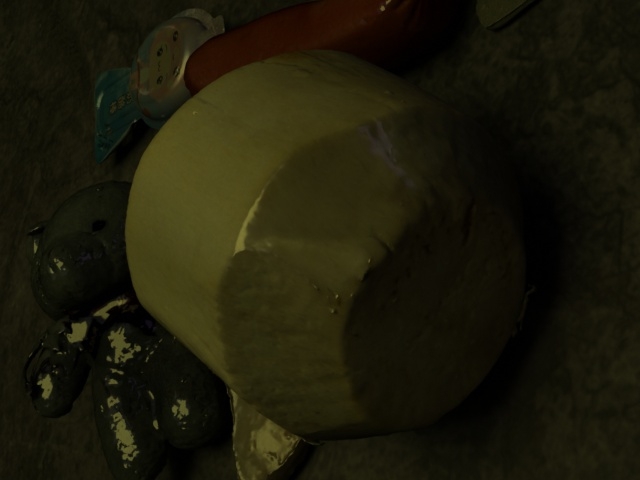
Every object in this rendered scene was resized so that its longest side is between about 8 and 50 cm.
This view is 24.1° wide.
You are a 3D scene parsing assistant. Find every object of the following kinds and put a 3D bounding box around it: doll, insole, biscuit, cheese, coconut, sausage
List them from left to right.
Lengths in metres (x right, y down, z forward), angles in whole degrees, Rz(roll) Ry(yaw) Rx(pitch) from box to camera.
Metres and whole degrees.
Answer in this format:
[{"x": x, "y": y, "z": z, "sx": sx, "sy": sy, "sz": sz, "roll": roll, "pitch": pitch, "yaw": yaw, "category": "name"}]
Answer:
[{"x": -0.205, "y": 0.073, "z": 1.518, "sx": 0.246, "sy": 0.158, "sz": 0.340, "roll": -29, "pitch": 50, "yaw": 15, "category": "doll"}, {"x": -0.182, "y": -0.177, "z": 1.668, "sx": 0.245, "sy": 0.052, "sz": 0.135, "roll": -24, "pitch": 59, "yaw": 43, "category": "cheese"}, {"x": -0.042, "y": 0.087, "z": 1.404, "sx": 0.141, "sy": 0.038, "sz": 0.289, "roll": -26, "pitch": 61, "yaw": 30, "category": "biscuit"}, {"x": -0.005, "y": -0.179, "z": 1.427, "sx": 0.348, "sy": 0.097, "sz": 0.094, "roll": -13, "pitch": 76, "yaw": 47, "category": "sausage"}, {"x": 0.000, "y": 0.000, "z": 1.202, "sx": 0.323, "sy": 0.323, "sz": 0.323, "roll": -21, "pitch": 61, "yaw": 44, "category": "coconut"}, {"x": 0.204, "y": -0.244, "z": 1.266, "sx": 0.192, "sy": 0.010, "sz": 0.063, "roll": -38, "pitch": 51, "yaw": 34, "category": "insole"}]
